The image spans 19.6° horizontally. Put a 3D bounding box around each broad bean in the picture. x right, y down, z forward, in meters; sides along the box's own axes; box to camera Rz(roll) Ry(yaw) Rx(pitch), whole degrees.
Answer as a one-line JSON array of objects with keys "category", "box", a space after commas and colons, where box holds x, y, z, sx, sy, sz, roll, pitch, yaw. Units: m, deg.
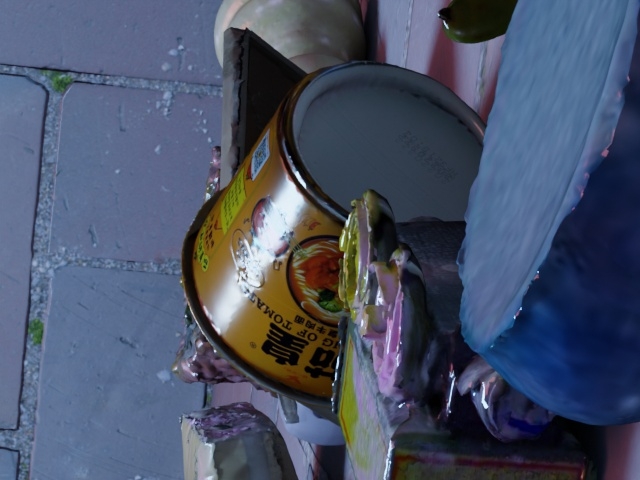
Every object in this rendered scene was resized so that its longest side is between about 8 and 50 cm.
[{"category": "broad bean", "box": [0.128, -0.228, 1.191, 0.048, 0.070, 0.213, 26, 101, 64]}]

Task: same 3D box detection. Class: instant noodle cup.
[{"category": "instant noodle cup", "box": [0.024, -0.013, 1.323, 0.172, 0.216, 0.216, 118, 158, -47]}]

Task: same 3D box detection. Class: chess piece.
[{"category": "chess piece", "box": [-0.019, -0.140, 1.879, 0.299, 0.167, 0.167, -100, 17, -51]}]

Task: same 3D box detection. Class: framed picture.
[{"category": "framed picture", "box": [0.000, 0.000, 1.505, 0.024, 0.232, 0.315, -25, 48, 32]}]

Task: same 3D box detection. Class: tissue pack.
[{"category": "tissue pack", "box": [-0.069, 0.304, 1.917, 0.215, 0.123, 0.256, -175, 76, -79]}]

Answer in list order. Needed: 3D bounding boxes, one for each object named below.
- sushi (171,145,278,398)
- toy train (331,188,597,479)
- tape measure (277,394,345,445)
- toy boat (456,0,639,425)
[{"category": "sushi", "box": [-0.060, 0.031, 1.985, 0.236, 0.171, 0.270, 133, 144, -78]}, {"category": "toy train", "box": [0.077, 0.074, 1.078, 0.261, 0.134, 0.177, -107, 24, -71]}, {"category": "tape measure", "box": [0.004, 0.098, 1.702, 0.196, 0.105, 0.178, 144, 130, -78]}, {"category": "toy boat", "box": [0.157, -0.072, 0.806, 0.215, 0.123, 0.330, 124, 162, -58]}]
